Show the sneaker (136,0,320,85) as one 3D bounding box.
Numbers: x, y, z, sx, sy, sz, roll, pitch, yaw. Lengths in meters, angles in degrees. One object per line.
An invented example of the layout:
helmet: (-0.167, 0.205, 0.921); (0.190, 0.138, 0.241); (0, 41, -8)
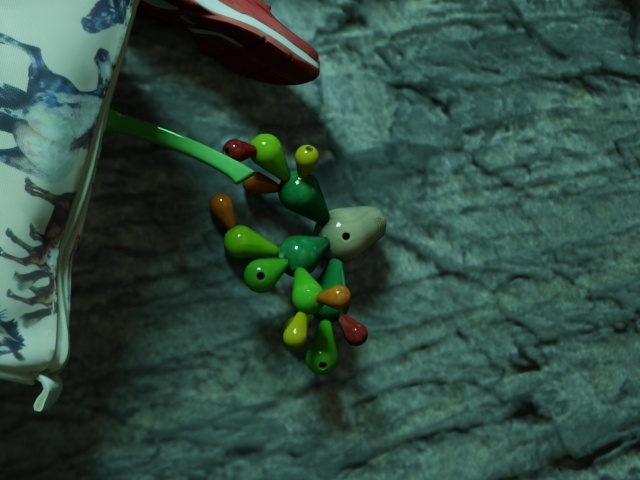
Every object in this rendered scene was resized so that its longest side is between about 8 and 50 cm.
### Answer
sneaker: (-0.077, -0.231, 1.347); (0.221, 0.087, 0.128); (29, 66, -34)

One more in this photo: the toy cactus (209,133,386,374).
toy cactus: (0.000, 0.000, 1.372); (0.180, 0.112, 0.219); (-24, 90, -50)

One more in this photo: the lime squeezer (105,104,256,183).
lime squeezer: (-0.180, -0.156, 1.235); (0.310, 0.110, 0.059); (59, 21, 4)

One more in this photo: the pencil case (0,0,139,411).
pencil case: (-0.221, -0.090, 1.119); (0.160, 0.184, 0.410); (45, 55, -72)
